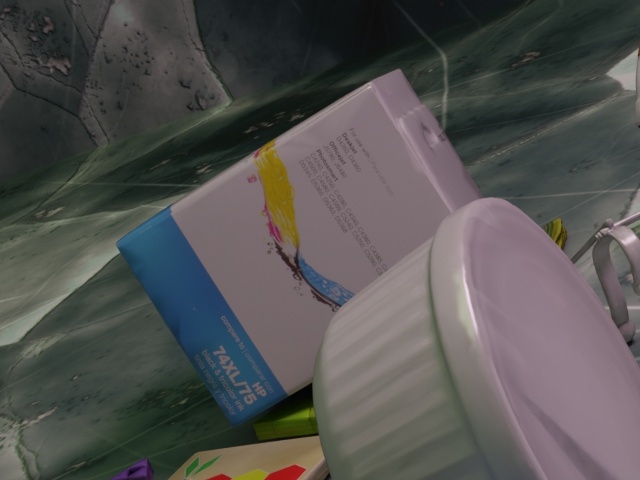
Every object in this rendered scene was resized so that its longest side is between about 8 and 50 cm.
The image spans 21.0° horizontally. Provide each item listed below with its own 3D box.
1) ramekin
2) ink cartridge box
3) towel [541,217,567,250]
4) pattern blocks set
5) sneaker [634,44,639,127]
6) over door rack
[{"bbox_3d":[0.106,0.120,1.028,0.127,0.273,0.273,-30,12,22],"label":"ramekin"},{"bbox_3d":[0.000,0.000,1.556,0.270,0.197,0.198,-32,2,14],"label":"ink cartridge box"},{"bbox_3d":[0.128,0.037,1.721,0.237,0.021,0.102,-18,15,20],"label":"towel"},{"bbox_3d":[-0.075,0.209,1.417,0.325,0.026,0.285,-9,20,44],"label":"pattern blocks set"},{"bbox_3d":[0.417,-0.159,1.589,0.290,0.123,0.106,1,-6,-30],"label":"sneaker"},{"bbox_3d":[0.317,-0.009,1.471,0.240,0.108,0.324,-26,1,-10],"label":"over door rack"}]
